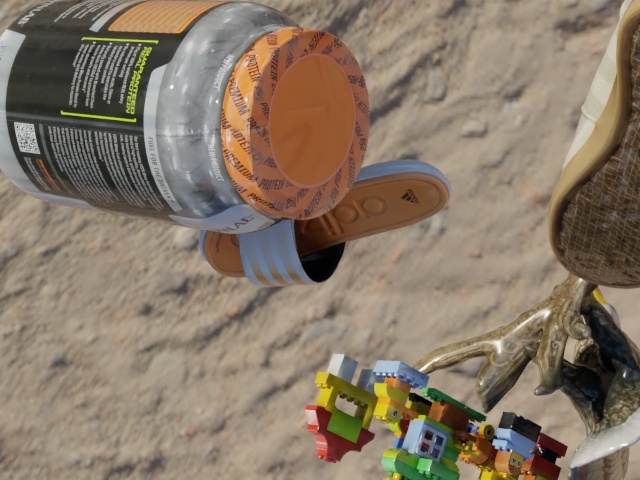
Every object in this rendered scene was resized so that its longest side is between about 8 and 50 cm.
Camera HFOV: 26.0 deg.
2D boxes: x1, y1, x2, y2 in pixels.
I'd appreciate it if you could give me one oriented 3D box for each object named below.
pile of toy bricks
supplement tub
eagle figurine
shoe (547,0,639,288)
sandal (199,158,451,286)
[{"bbox_3d":[0.092,0.178,1.106,0.212,0.118,0.105,29,72,-29],"label":"pile of toy bricks"},{"bbox_3d":[-0.125,-0.110,1.187,0.316,0.193,0.194,10,117,40],"label":"supplement tub"},{"bbox_3d":[0.259,0.132,1.156,0.226,0.225,0.298,-1,145,47],"label":"eagle figurine"},{"bbox_3d":[0.158,-0.050,0.646,0.076,0.058,0.219,20,148,10],"label":"shoe"},{"bbox_3d":[-0.004,-0.007,1.314,0.265,0.076,0.102,-17,131,24],"label":"sandal"}]
